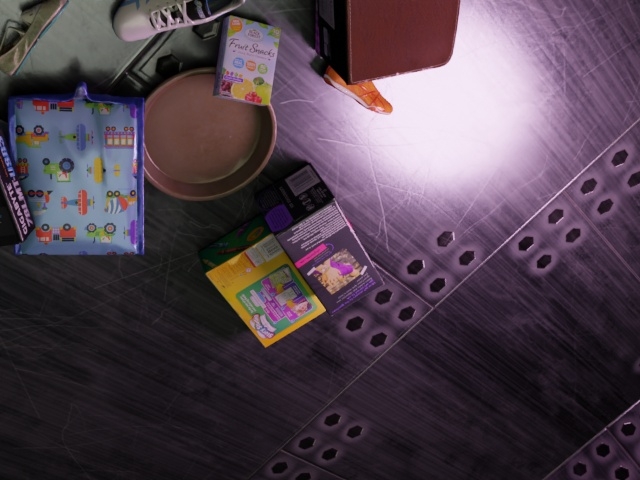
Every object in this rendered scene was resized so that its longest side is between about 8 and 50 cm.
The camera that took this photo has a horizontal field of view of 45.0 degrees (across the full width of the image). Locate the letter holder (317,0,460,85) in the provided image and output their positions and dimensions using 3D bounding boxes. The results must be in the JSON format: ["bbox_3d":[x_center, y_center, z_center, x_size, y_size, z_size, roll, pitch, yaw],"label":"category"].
[{"bbox_3d":[0.115,-0.447,1.312,0.215,0.152,0.301,-14,127,-14],"label":"letter holder"}]

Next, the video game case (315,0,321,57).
[{"bbox_3d":[0.094,-0.459,1.417,0.210,0.041,0.232,-11,127,-15],"label":"video game case"}]

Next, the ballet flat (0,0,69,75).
[{"bbox_3d":[-0.475,-0.340,1.255,0.052,0.057,0.168,35,105,-27],"label":"ballet flat"}]

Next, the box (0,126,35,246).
[{"bbox_3d":[-0.646,-0.119,1.235,0.296,0.073,0.293,-6,117,5],"label":"box"}]

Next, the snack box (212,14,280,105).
[{"bbox_3d":[-0.133,-0.320,1.388,0.100,0.037,0.141,7,93,-29],"label":"snack box"}]

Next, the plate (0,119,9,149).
[{"bbox_3d":[-0.607,-0.142,1.359,0.188,0.024,0.188,-12,128,-16],"label":"plate"}]

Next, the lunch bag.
[{"bbox_3d":[-0.421,-0.130,1.353,0.221,0.138,0.293,0,117,-14],"label":"lunch bag"}]

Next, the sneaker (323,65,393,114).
[{"bbox_3d":[0.086,-0.299,1.517,0.175,0.064,0.067,27,100,-38],"label":"sneaker"}]

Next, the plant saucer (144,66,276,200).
[{"bbox_3d":[-0.220,-0.202,1.470,0.278,0.041,0.277,-11,126,-16],"label":"plant saucer"}]

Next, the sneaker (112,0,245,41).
[{"bbox_3d":[-0.236,-0.394,1.297,0.237,0.086,0.085,-23,131,-5],"label":"sneaker"}]

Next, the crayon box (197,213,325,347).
[{"bbox_3d":[-0.124,0.094,1.694,0.165,0.081,0.278,-31,130,1],"label":"crayon box"}]

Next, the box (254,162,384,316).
[{"bbox_3d":[0.000,0.000,1.625,0.143,0.165,0.270,-31,130,1],"label":"box"}]
